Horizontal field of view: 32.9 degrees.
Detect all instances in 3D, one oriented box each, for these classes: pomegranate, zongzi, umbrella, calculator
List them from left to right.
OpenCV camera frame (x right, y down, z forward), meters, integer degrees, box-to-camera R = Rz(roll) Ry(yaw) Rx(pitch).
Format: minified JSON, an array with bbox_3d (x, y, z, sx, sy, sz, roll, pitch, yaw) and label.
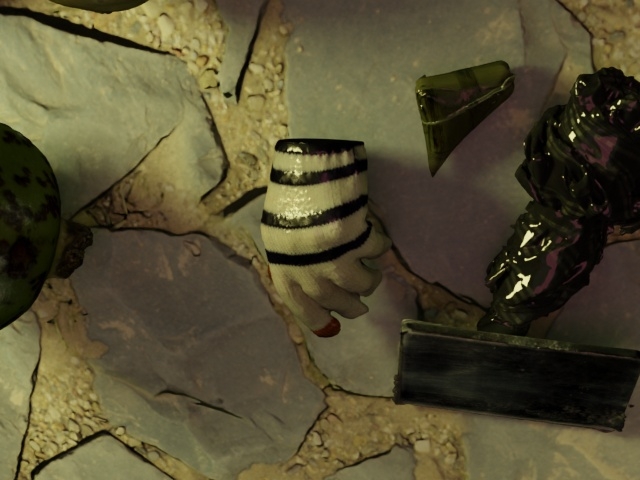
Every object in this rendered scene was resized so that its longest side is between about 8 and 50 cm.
[{"bbox_3d":[-0.375,-0.012,1.153,0.270,0.254,0.254,10,111,-18],"label":"pomegranate"},{"bbox_3d":[0.156,-0.125,1.128,0.104,0.052,0.113,-10,120,6],"label":"zongzi"},{"bbox_3d":[0.211,0.151,1.182,0.261,0.021,0.161,7,142,6],"label":"calculator"},{"bbox_3d":[0.235,-0.015,1.104,0.154,0.128,0.337,23,116,-23],"label":"umbrella"}]

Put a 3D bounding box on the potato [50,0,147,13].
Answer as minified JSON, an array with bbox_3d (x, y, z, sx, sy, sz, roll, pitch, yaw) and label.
[{"bbox_3d":[-0.184,-0.364,0.999,0.326,0.221,0.243,-39,142,19],"label":"potato"}]

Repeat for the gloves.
[{"bbox_3d":[0.001,0.003,1.152,0.140,0.131,0.219,2,100,11],"label":"gloves"}]
